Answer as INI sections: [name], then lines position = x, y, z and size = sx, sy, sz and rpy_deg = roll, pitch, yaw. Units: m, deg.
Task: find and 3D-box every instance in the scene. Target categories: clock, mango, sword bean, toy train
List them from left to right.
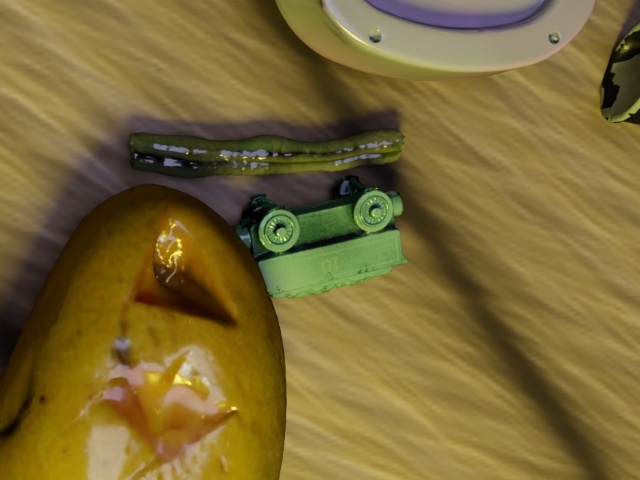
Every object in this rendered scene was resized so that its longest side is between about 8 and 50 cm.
[mango]
position = -0.154, 0.133, 1.159
size = 0.253, 0.182, 0.364
rpy_deg = 7, 78, -17
[sword bean]
position = -0.046, -0.083, 1.255
size = 0.269, 0.038, 0.043
rpy_deg = -3, 118, -19
[toy train]
position = 0.000, 0.000, 1.259
size = 0.172, 0.070, 0.099
rpy_deg = -13, 106, -18
[clock]
position = 0.107, -0.303, 1.208
size = 0.339, 0.102, 0.338
rpy_deg = -1, 93, -18

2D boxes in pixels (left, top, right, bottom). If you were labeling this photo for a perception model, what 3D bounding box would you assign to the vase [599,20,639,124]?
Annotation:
[vase]
position = 0.468, -0.109, 1.379
size = 0.360, 0.165, 0.165
rpy_deg = 21, 85, -16
